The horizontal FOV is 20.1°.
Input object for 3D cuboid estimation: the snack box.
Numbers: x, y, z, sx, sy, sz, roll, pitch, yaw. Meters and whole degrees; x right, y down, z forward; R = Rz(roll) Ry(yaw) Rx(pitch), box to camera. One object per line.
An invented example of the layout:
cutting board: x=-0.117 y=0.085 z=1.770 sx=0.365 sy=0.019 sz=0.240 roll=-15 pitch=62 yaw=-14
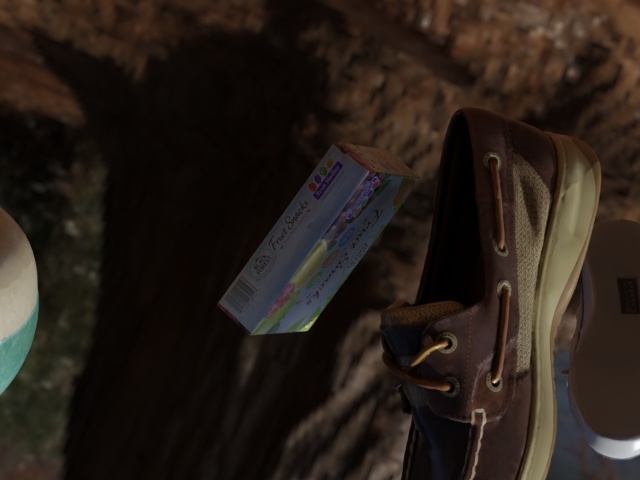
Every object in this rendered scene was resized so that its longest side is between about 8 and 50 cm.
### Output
snack box: x=0.000 y=0.000 z=1.251 sx=0.037 sy=0.141 sz=0.100 roll=41 pitch=-165 yaw=17

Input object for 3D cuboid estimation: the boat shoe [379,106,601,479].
boat shoe: x=0.089 y=0.073 z=1.217 sx=0.123 sy=0.342 sz=0.123 roll=22 pitch=167 yaw=-25

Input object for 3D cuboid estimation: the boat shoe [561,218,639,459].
boat shoe: x=0.348 y=0.147 z=2.142 sx=0.136 sy=0.367 sz=0.156 roll=2 pitch=131 yaw=3

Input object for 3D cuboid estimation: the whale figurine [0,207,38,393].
whale figurine: x=-0.306 y=0.034 z=1.168 sx=0.272 sy=0.141 sz=0.216 roll=22 pitch=-146 yaw=30
